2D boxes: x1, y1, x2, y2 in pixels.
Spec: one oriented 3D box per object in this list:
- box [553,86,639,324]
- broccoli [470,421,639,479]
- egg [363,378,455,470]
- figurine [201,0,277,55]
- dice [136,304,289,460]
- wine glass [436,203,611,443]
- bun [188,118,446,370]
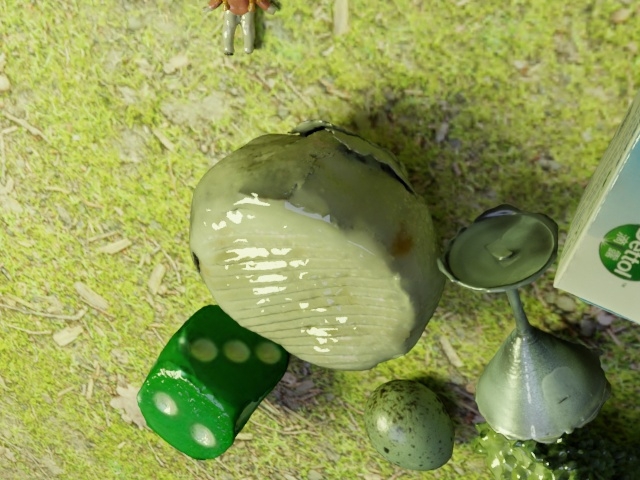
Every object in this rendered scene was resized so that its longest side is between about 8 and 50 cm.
[{"bbox_3d":[0.238,-0.061,0.533,0.073,0.139,0.194,25,130,11],"label":"box"},{"bbox_3d":[0.251,0.388,0.787,0.397,0.275,0.353,-57,43,35],"label":"broccoli"},{"bbox_3d":[0.094,0.193,0.820,0.110,0.085,0.085,39,131,-13],"label":"egg"},{"bbox_3d":[-0.068,-0.202,0.661,0.064,0.047,0.109,-1,133,-6],"label":"figurine"},{"bbox_3d":[-0.119,0.156,0.877,0.120,0.128,0.131,36,132,3],"label":"dice"},{"bbox_3d":[0.164,0.068,0.655,0.122,0.122,0.183,-4,131,30],"label":"wine glass"},{"bbox_3d":[0.000,0.000,0.700,0.239,0.141,0.239,13,137,13],"label":"bun"}]
